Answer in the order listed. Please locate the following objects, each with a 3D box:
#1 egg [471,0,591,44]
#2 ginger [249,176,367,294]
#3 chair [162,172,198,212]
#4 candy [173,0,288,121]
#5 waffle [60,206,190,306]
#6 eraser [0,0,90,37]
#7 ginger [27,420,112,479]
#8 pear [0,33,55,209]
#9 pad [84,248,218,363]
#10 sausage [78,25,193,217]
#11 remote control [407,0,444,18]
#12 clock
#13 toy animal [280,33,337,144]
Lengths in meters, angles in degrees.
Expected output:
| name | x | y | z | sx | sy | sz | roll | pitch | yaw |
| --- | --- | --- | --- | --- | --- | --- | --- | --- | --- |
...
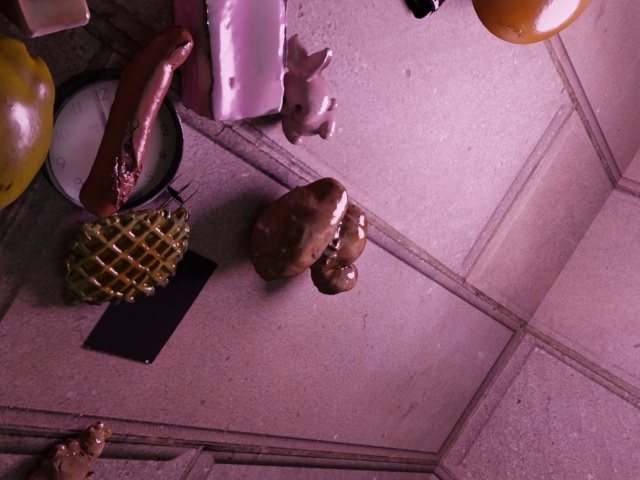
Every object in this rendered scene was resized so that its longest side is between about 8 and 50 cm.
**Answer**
| name | x | y | z | sx | sy | sz | roll | pitch | yaw |
| --- | --- | --- | --- | --- | --- | --- | --- | --- | --- |
| egg | 0.439 | -0.578 | 1.178 | 0.283 | 0.282 | 0.351 | -19 | 133 | -35 |
| ginger | 0.000 | 0.000 | 1.219 | 0.304 | 0.155 | 0.244 | 27 | 93 | -48 |
| chair | -0.255 | -0.074 | 1.015 | 0.086 | 0.037 | 0.042 | -51 | 151 | -13 |
| candy | -0.137 | -0.326 | 0.908 | 0.155 | 0.116 | 0.265 | -22 | 128 | -34 |
| waffle | -0.323 | 0.027 | 0.979 | 0.214 | 0.054 | 0.208 | -8 | 132 | -38 |
| eraser | -0.353 | -0.409 | 0.626 | 0.078 | 0.144 | 0.343 | -26 | 132 | -28 |
| ginger | -0.481 | 0.441 | 1.100 | 0.137 | 0.074 | 0.213 | 6 | 115 | -56 |
| pear | -0.434 | -0.127 | 0.681 | 0.269 | 0.212 | 0.212 | -52 | 139 | -8 |
| pad | -0.315 | 0.118 | 1.106 | 0.243 | 0.004 | 0.164 | -56 | 139 | 0 |
| sausage | -0.269 | -0.171 | 0.842 | 0.078 | 0.078 | 0.304 | 15 | 103 | -48 |
| remote control | 0.163 | -0.595 | 1.067 | 0.144 | 0.062 | 0.399 | -51 | 138 | -5 |
| clock | -0.317 | -0.148 | 0.901 | 0.226 | 0.049 | 0.226 | -24 | 130 | -32 |
| toy animal | -0.036 | -0.256 | 1.023 | 0.124 | 0.124 | 0.212 | -48 | 161 | -10 |
